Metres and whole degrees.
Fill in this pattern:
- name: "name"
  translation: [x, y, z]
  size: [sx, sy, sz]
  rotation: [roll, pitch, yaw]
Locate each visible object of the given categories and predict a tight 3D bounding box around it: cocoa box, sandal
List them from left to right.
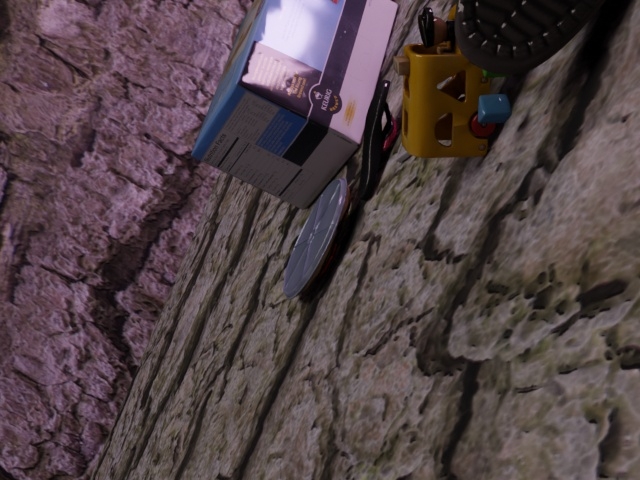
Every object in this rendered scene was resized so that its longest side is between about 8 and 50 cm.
- name: "cocoa box"
  translation: [-0.043, -0.279, 2.022]
  size: [0.231, 0.228, 0.347]
  rotation: [-48, 21, 51]
- name: "sandal"
  translation: [0.086, -0.143, 1.700]
  size: [0.067, 0.040, 0.179]
  rotation: [145, 133, -76]

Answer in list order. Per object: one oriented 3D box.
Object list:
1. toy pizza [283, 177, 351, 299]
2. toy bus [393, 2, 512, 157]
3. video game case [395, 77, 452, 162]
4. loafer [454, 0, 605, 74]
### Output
- name: "toy pizza"
  translation: [0.000, 0.000, 1.772]
  size: [0.201, 0.032, 0.201]
  rotation: [-60, 13, 23]
- name: "toy bus"
  translation: [0.134, -0.188, 1.297]
  size: [0.191, 0.104, 0.202]
  rotation: [98, 168, -62]
- name: "video game case"
  translation: [0.140, -0.159, 1.557]
  size: [0.122, 0.011, 0.087]
  rotation: [-36, 30, 65]
- name: "loafer"
  translation: [0.259, -0.311, 1.169]
  size: [0.366, 0.134, 0.130]
  rotation: [-56, -11, -6]
